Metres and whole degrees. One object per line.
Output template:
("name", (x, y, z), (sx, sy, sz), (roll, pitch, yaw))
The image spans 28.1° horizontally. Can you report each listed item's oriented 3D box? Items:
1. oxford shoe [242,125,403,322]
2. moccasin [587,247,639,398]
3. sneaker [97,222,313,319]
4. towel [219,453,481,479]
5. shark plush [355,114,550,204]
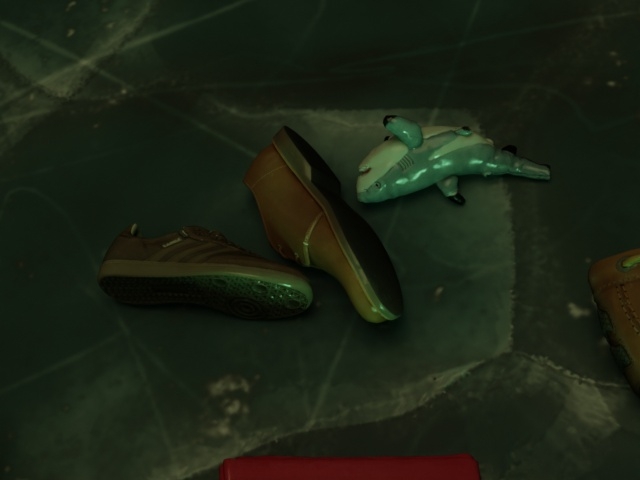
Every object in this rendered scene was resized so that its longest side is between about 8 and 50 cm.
("oxford shoe", (0.000, 0.000, 1.067), (0.076, 0.076, 0.212), (-43, 52, 12))
("moccasin", (0.389, 0.001, 0.942), (0.380, 0.139, 0.147), (-21, 65, 10))
("sneaker", (-0.093, 0.016, 1.070), (0.188, 0.066, 0.071), (5, 54, 14))
("towel", (0.033, 0.272, 0.871), (0.198, 0.031, 0.275), (2, 57, -11))
("shark plush", (0.112, -0.060, 1.099), (0.161, 0.073, 0.067), (5, 78, -8))
